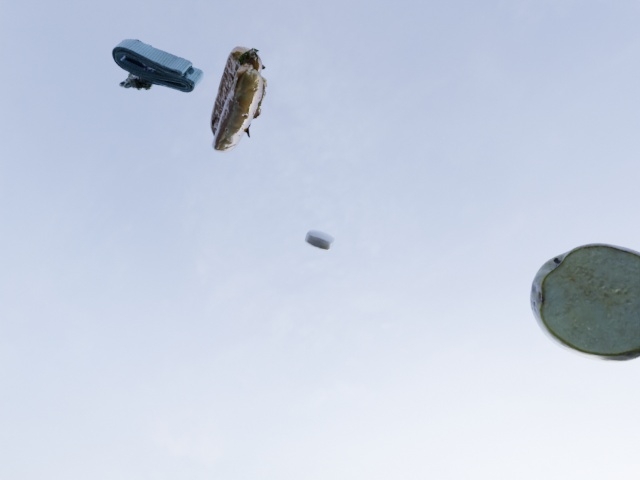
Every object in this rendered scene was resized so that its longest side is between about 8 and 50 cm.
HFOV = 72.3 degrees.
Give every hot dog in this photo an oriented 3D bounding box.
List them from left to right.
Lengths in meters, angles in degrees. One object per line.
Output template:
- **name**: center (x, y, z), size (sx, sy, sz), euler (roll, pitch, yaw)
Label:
- **hot dog**: center (-0.152, -0.255, 0.817), size (0.076, 0.105, 0.250), euler (-1, -26, -28)

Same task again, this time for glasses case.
- **glasses case**: center (0.000, 0.000, 0.991), size (0.063, 0.164, 0.041), euler (21, -88, 2)

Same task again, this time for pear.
- **pear**: center (0.327, 0.071, 0.520), size (0.140, 0.104, 0.141), euler (-1, -92, 28)

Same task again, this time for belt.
- **belt**: center (-0.327, -0.338, 0.888), size (0.179, 0.065, 0.100), euler (21, -35, 4)
